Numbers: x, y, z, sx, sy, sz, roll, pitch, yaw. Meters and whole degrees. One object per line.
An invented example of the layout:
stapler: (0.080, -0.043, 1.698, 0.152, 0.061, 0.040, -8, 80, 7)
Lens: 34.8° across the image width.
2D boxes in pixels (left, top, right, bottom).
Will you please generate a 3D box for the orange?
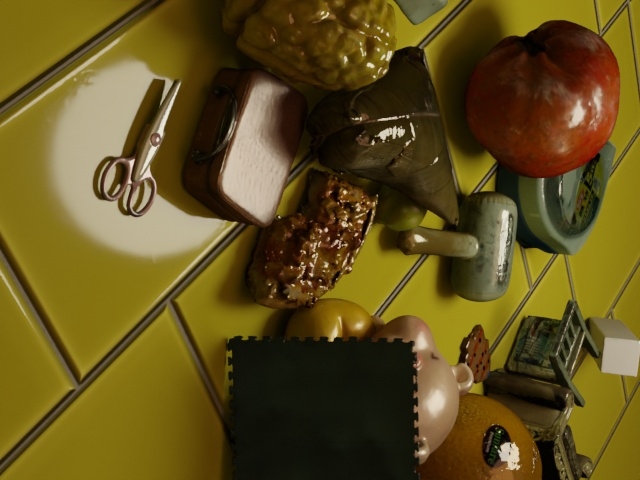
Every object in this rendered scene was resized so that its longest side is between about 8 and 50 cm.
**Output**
orange: (0.234, 0.386, 1.725, 0.274, 0.274, 0.274, -15, 109, -51)

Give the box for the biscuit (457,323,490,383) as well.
biscuit: (0.305, 0.231, 1.982, 0.130, 0.019, 0.119, 52, 57, -45)

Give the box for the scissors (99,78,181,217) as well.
scissors: (-0.207, -0.117, 1.233, 0.085, 0.022, 0.176, 36, 72, -47)

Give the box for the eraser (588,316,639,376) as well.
eraser: (0.651, 0.233, 2.281, 0.298, 0.076, 0.078, -25, 120, -80)

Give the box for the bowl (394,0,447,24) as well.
bowl: (0.114, -0.456, 1.348, 0.307, 0.163, 0.307, 52, 20, -27)

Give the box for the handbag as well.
handbag: (-0.098, -0.128, 1.334, 0.151, 0.072, 0.193, 35, 71, -50)

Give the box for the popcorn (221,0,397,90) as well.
popcorn: (-0.016, -0.273, 1.307, 0.226, 0.203, 0.200, -19, 80, -27)

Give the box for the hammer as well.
hammer: (0.230, 0.008, 1.775, 0.305, 0.113, 0.202, 2, 93, -48)

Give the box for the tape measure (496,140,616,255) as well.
tape measure: (0.466, -0.122, 2.024, 0.262, 0.138, 0.259, 33, 70, -51)

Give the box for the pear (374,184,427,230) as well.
pear: (0.128, -0.055, 1.639, 0.097, 0.092, 0.092, -23, 124, -1)

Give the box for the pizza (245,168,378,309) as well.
pizza: (0.000, 0.000, 1.479, 0.305, 0.085, 0.161, -43, 128, -41)

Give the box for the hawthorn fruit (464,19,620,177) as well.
hawthorn fruit: (0.394, -0.248, 1.793, 0.284, 0.284, 0.284, -15, 109, -51)

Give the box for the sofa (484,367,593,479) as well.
sofa: (0.438, 0.382, 2.043, 0.182, 0.200, 0.258, -49, 131, -32)

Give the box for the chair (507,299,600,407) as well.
chair: (0.461, 0.221, 2.077, 0.270, 0.147, 0.136, 48, 60, -51)

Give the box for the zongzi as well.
zongzi: (0.109, -0.102, 1.474, 0.274, 0.145, 0.300, -46, 116, -53)

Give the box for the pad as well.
pad: (0.003, 0.261, 1.388, 0.012, 0.269, 0.269, -19, 110, -76)

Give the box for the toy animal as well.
toy animal: (0.063, 0.228, 1.472, 0.345, 0.246, 0.278, -35, 118, -38)
